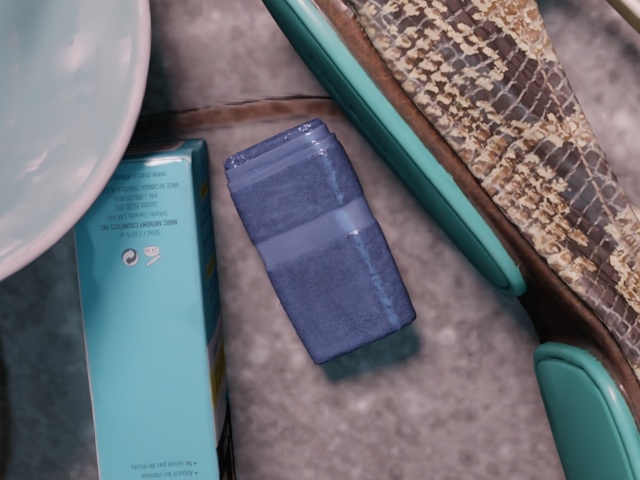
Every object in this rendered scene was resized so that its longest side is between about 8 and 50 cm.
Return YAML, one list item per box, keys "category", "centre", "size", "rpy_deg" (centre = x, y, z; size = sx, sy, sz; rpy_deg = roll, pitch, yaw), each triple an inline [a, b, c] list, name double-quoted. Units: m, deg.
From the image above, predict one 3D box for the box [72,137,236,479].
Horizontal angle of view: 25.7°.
- category: "box"
  centre: [-0.080, 0.074, 0.715]
  size: [0.060, 0.100, 0.244]
  rpy_deg: [-5, 99, 1]

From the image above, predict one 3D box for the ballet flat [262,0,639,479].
- category: "ballet flat"
  centre: [0.149, 0.013, 0.683]
  size: [0.182, 0.164, 0.482]
  rpy_deg: [-30, 94, -4]

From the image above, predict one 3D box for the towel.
- category: "towel"
  centre: [0.000, 0.000, 0.733]
  size: [0.067, 0.029, 0.119]
  rpy_deg: [-22, 96, 22]

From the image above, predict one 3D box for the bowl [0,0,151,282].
- category: "bowl"
  centre: [-0.248, -0.096, 0.623]
  size: [0.312, 0.163, 0.311]
  rpy_deg: [12, 68, -31]
